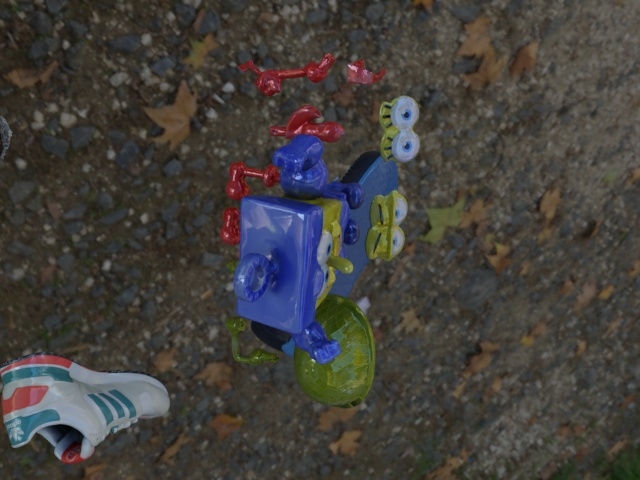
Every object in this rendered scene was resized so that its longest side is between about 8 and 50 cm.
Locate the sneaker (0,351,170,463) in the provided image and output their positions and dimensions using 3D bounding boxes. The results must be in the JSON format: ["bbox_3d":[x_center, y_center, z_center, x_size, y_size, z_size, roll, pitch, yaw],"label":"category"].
[{"bbox_3d":[-0.182,0.140,0.608,0.057,0.075,0.161,-22,151,24],"label":"sneaker"}]

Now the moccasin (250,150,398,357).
[{"bbox_3d":[0.000,0.000,1.126,0.342,0.116,0.138,-58,140,-26],"label":"moccasin"}]

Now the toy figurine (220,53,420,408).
[{"bbox_3d":[-0.044,0.024,0.692,0.217,0.191,0.363,-41,141,-63],"label":"toy figurine"}]

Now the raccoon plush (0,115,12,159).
[{"bbox_3d":[-0.447,-0.258,0.853,0.216,0.446,0.299,16,93,-14],"label":"raccoon plush"}]
